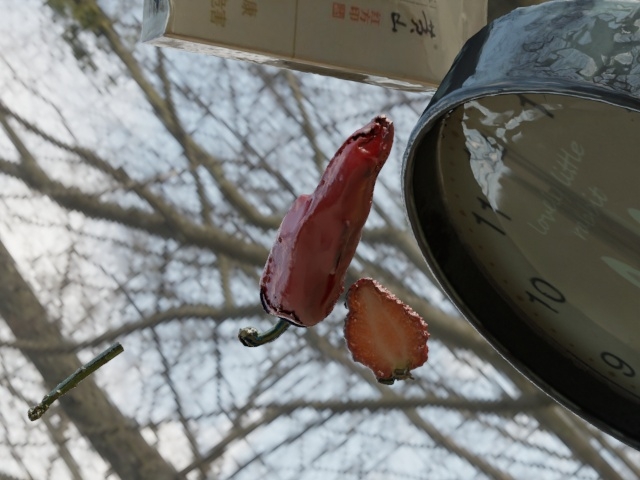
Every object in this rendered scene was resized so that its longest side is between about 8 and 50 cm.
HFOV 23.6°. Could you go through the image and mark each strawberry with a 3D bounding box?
[{"bbox_3d":[0.080,0.110,1.901,0.104,0.048,0.152,-20,-73,8],"label":"strawberry"}]

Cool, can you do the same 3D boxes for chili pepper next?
[{"bbox_3d":[0.000,0.000,1.884,0.110,0.110,0.387,-10,-42,-38],"label":"chili pepper"}]

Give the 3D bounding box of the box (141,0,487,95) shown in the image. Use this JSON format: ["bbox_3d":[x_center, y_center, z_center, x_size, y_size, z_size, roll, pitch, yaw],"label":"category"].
[{"bbox_3d":[0.007,-0.256,1.421,0.365,0.051,0.204,6,-97,-35],"label":"box"}]

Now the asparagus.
[{"bbox_3d":[-0.261,0.150,1.628,0.127,0.018,0.015,-39,-35,-22],"label":"asparagus"}]

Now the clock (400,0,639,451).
[{"bbox_3d":[0.221,0.019,0.941,0.076,0.386,0.386,-52,-29,-25],"label":"clock"}]
